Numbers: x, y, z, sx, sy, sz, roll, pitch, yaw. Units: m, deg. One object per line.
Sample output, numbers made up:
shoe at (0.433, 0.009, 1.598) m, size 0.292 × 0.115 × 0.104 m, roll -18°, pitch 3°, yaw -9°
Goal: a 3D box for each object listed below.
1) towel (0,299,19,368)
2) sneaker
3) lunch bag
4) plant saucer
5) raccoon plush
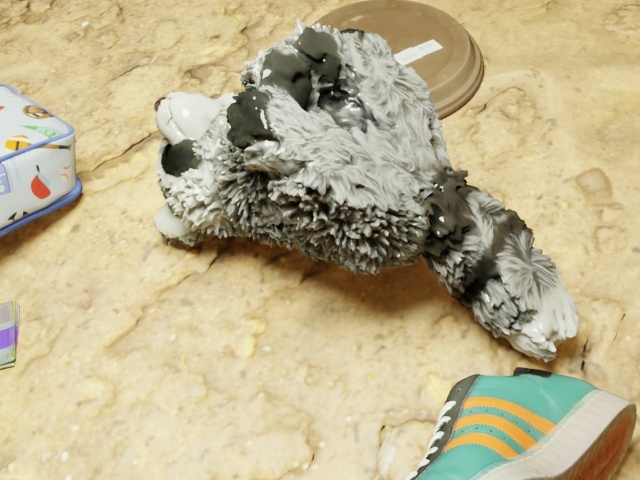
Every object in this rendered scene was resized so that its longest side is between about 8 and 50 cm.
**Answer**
towel at (-0.350, 0.102, 0.740) m, size 0.060 × 0.009 × 0.083 m, roll -12°, pitch 50°, yaw -6°
sneaker at (0.122, 0.177, 0.538) m, size 0.302 × 0.108 × 0.121 m, roll -12°, pitch 24°, yaw -43°
lunch bag at (-0.456, -0.100, 0.821) m, size 0.303 × 0.115 × 0.243 m, roll 23°, pitch 39°, yaw 24°
plant saucer at (0.089, -0.258, 0.981) m, size 0.278 × 0.041 × 0.277 m, roll -2°, pitch 50°, yaw 3°
raccoon plush at (0.000, 0.000, 0.733) m, size 0.216 × 0.299 × 0.446 m, roll -33°, pitch 86°, yaw -39°
